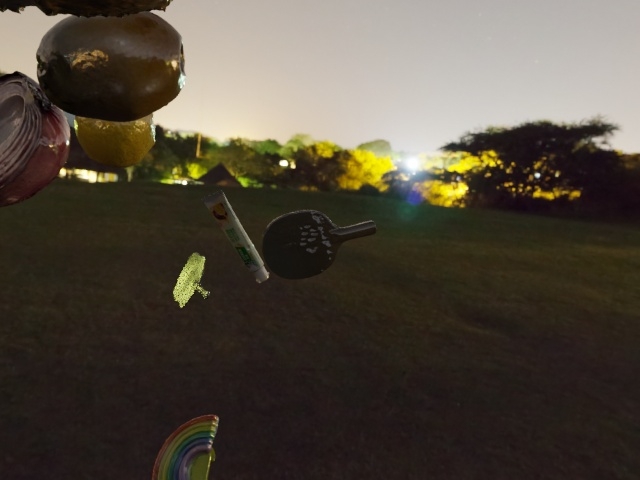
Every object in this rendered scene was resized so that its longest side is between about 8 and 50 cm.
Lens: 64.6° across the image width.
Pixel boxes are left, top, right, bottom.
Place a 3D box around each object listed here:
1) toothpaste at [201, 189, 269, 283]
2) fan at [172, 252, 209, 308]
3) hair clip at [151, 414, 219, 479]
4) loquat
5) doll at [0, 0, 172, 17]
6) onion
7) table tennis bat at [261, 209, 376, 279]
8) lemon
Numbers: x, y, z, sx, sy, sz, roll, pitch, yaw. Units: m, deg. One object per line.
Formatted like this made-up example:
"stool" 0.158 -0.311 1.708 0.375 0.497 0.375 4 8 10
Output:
"toothpaste" -0.249 -0.008 1.548 0.058 0.314 0.056 -36 20 -16
"fan" -0.287 0.098 1.147 0.009 0.132 0.220 26 -4 -31
"hair clip" -0.135 0.262 0.475 0.060 0.188 0.033 -6 -27 14
"loquat" -0.327 -0.276 0.799 0.227 0.179 0.179 -10 9 -7
"doll" -0.137 -0.194 0.309 0.221 0.105 0.115 -13 47 -26
"onion" -0.550 -0.143 0.868 0.284 0.227 0.120 -32 -28 6
"table tennis bat" 0.000 0.000 0.991 0.234 0.131 0.022 -13 5 -17
"lemon" -0.633 -0.344 1.566 0.234 0.233 0.288 7 -25 -8
